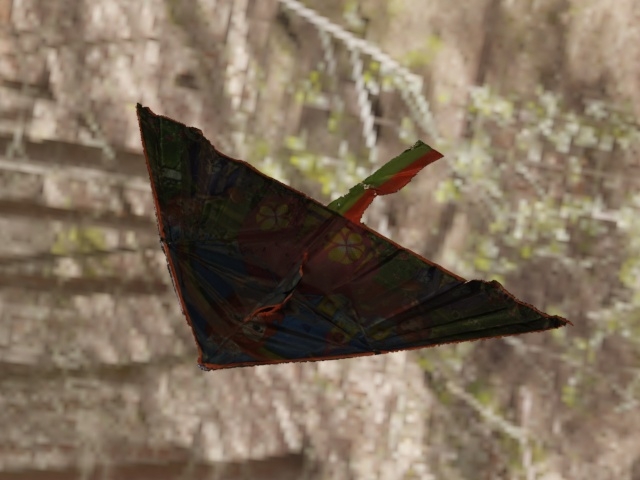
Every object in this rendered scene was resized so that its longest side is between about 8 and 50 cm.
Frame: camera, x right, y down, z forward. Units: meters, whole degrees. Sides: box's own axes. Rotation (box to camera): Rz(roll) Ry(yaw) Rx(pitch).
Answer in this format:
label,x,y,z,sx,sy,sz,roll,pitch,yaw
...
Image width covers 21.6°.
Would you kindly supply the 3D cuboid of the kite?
label,x,y,z,sx,sy,sz,roll,pitch,yaw
kite,0.000,0.000,0.615,0.159,0.190,0.010,-49,-19,-46
